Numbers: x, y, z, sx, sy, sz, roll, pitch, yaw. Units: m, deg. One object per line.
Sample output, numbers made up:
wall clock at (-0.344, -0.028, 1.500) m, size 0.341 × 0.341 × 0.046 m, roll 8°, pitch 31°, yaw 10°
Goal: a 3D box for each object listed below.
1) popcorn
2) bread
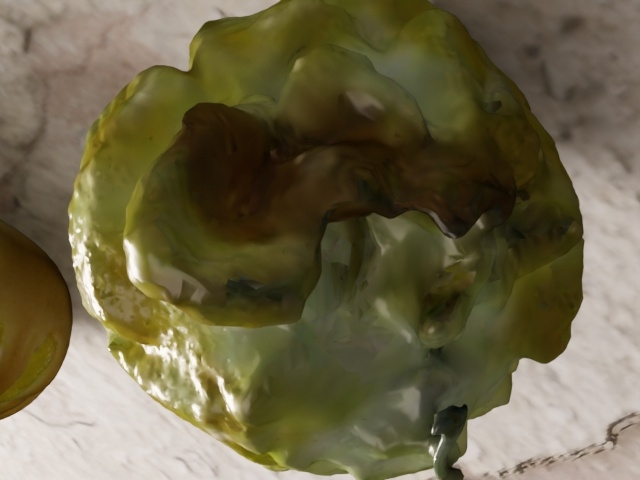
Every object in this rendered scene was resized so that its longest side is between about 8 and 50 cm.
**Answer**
popcorn at (0.000, 0.000, 0.707) m, size 0.198 × 0.198 × 0.212 m, roll 20°, pitch 176°, yaw 13°
bread at (-0.228, 0.034, 0.970) m, size 0.213 × 0.105 × 0.213 m, roll 13°, pitch 159°, yaw 5°
